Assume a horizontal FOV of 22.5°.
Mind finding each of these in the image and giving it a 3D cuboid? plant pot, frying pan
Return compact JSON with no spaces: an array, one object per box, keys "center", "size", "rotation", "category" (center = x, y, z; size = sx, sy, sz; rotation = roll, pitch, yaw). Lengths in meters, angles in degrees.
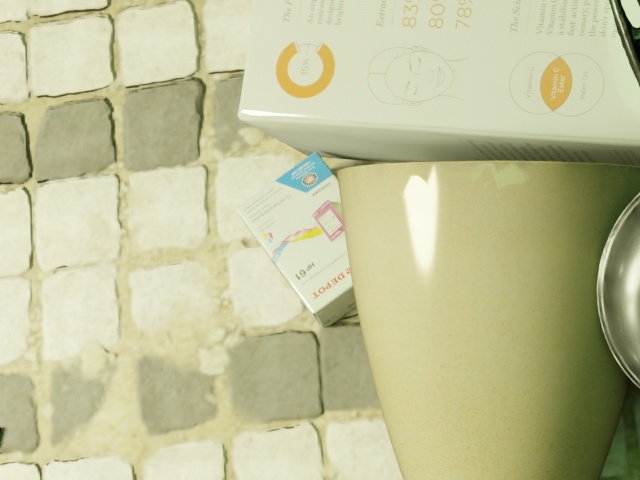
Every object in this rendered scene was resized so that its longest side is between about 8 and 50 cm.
[{"center":[0.140,0.083,1.246],"size":[0.256,0.256,0.274],"rotation":[0,88,10],"category":"plant pot"},{"center":[0.293,-0.027,1.112],"size":[0.197,0.053,0.326],"rotation":[1,101,6],"category":"frying pan"}]

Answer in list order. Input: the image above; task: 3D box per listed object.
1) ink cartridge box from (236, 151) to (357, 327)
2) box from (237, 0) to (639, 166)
[{"center":[0.000,0.000,1.382],"size":[0.088,0.052,0.122],"rotation":[-36,71,-3],"category":"ink cartridge box"},{"center":[0.132,-0.175,1.315],"size":[0.345,0.168,0.215],"rotation":[6,83,20],"category":"box"}]
